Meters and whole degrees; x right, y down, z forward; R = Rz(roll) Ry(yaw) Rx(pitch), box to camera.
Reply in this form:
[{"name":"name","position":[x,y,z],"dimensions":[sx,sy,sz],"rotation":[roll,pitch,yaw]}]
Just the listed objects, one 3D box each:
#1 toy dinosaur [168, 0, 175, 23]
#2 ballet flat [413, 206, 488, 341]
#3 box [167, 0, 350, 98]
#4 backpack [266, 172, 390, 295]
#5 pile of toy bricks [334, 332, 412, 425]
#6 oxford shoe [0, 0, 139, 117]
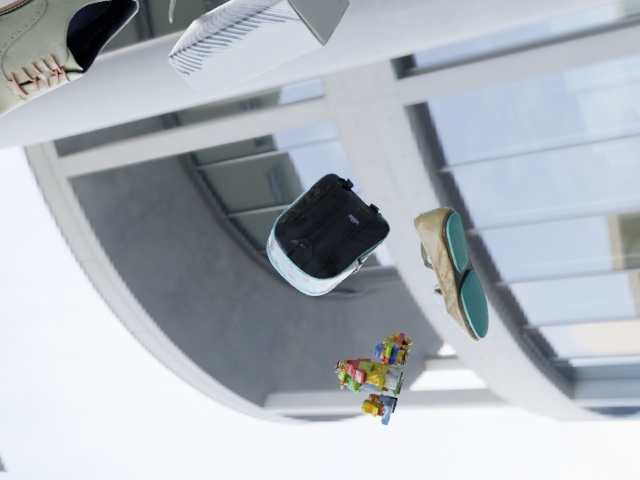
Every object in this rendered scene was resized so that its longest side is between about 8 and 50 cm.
[{"name":"toy dinosaur","position":[-0.318,-0.546,1.992],"dimensions":[0.118,0.064,0.268],"rotation":[98,150,-54]},{"name":"ballet flat","position":[0.199,0.051,1.605],"dimensions":[0.080,0.073,0.232],"rotation":[-44,-55,-46]},{"name":"box","position":[-0.097,-0.312,1.568],"dimensions":[0.094,0.275,0.113],"rotation":[47,-132,-26]},{"name":"backpack","position":[0.000,0.000,1.827],"dimensions":[0.166,0.144,0.188],"rotation":[46,-123,4]},{"name":"pile of toy bricks","position":[0.072,0.206,1.606],"dimensions":[0.212,0.105,0.118],"rotation":[-48,-30,-72]},{"name":"oxford shoe","position":[-0.452,-0.283,1.617],"dimensions":[0.397,0.146,0.140],"rotation":[-48,-32,-10]}]
